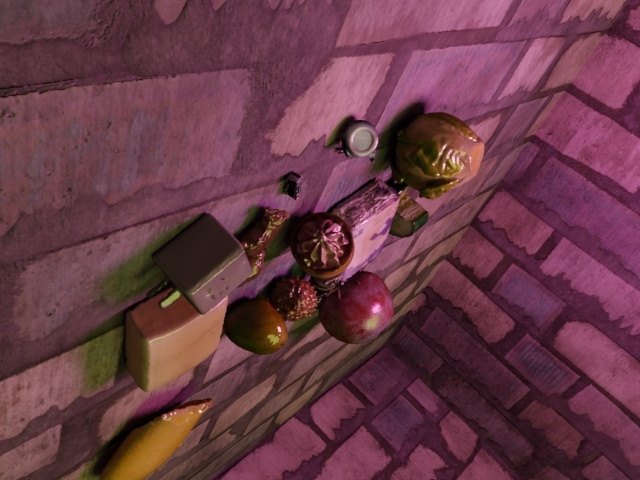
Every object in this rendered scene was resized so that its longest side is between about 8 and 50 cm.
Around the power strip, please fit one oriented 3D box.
[{"bbox_3d":[-0.283,0.073,1.241,0.224,0.139,0.140,-41,159,-15],"label":"power strip"}]

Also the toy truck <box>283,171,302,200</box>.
[{"bbox_3d":[-0.067,-0.141,1.415,0.044,0.039,0.083,-54,167,-30],"label":"toy truck"}]

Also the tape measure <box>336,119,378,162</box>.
[{"bbox_3d":[0.100,-0.281,1.491,0.180,0.104,0.107,-87,-175,-70],"label":"tape measure"}]

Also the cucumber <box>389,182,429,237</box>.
[{"bbox_3d":[0.281,-0.105,1.964,0.130,0.191,0.191,-38,157,-22],"label":"cucumber"}]

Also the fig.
[{"bbox_3d":[-0.203,0.268,1.705,0.191,0.181,0.181,-1,139,-19],"label":"fig"}]

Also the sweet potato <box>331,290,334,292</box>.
[{"bbox_3d":[0.070,0.128,2.127,0.281,0.067,0.059,-54,159,19],"label":"sweet potato"}]

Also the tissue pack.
[{"bbox_3d":[0.133,-0.027,1.883,0.242,0.125,0.343,-34,156,-27],"label":"tissue pack"}]

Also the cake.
[{"bbox_3d":[0.000,0.000,1.604,0.185,0.207,0.178,-23,152,0],"label":"cake"}]

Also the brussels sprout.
[{"bbox_3d":[0.351,-0.265,1.708,0.227,0.295,0.259,-65,149,-33],"label":"brussels sprout"}]

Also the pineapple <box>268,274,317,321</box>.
[{"bbox_3d":[-0.087,0.199,1.837,0.166,0.166,0.193,-47,159,0],"label":"pineapple"}]

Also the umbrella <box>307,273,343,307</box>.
[{"bbox_3d":[-0.010,0.163,1.955,0.106,0.113,0.357,-28,164,-27],"label":"umbrella"}]

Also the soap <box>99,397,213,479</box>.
[{"bbox_3d":[-0.563,0.680,1.842,0.427,0.115,0.306,-51,163,12],"label":"soap"}]

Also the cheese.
[{"bbox_3d":[-0.370,0.237,1.402,0.243,0.124,0.265,-34,157,-38],"label":"cheese"}]

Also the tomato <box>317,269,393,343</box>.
[{"bbox_3d":[0.147,0.274,2.262,0.317,0.282,0.316,-37,179,-1],"label":"tomato"}]

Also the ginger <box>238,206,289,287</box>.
[{"bbox_3d":[-0.181,0.034,1.444,0.290,0.084,0.122,-53,165,17],"label":"ginger"}]
